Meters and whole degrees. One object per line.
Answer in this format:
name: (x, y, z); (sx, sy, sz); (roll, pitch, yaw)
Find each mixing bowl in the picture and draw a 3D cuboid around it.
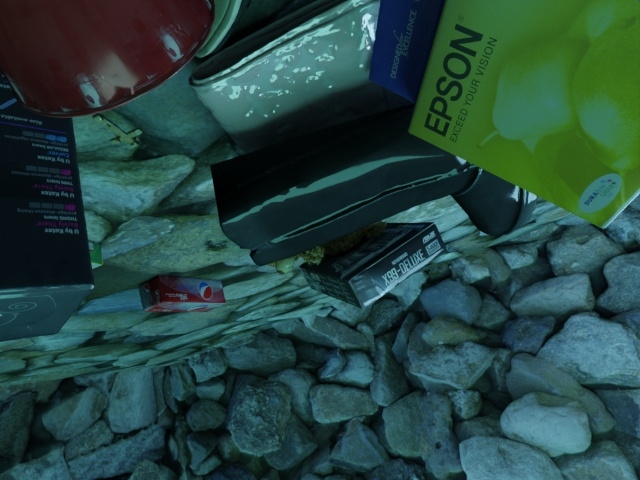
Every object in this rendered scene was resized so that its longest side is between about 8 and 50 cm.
mixing bowl: (-0.182, -0.192, 0.315); (0.182, 0.181, 0.098); (-18, 149, 1)

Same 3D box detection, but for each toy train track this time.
toy train track: (-0.281, -0.148, 0.588); (0.048, 0.014, 0.083); (-20, 162, 8)

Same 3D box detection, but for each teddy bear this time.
teddy bear: (0.000, 0.000, 1.050); (0.338, 0.113, 0.245); (-21, -160, -16)

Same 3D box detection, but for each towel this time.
towel: (0.036, -0.185, 0.608); (0.317, 0.053, 0.332); (-24, 152, 8)

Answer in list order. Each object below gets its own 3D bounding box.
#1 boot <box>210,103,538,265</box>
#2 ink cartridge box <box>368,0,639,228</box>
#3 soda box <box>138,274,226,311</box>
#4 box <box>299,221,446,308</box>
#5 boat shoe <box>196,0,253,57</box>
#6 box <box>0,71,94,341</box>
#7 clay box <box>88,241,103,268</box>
boot: (0.103, -0.056, 0.662); (0.445, 0.146, 0.367); (-25, 143, 0)
ink cartridge box: (0.174, -0.189, 0.345); (0.072, 0.307, 0.303); (-51, 161, -29)
soda box: (-0.413, 0.167, 1.294); (0.092, 0.083, 0.263); (-25, 161, 23)
box: (0.110, 0.045, 1.026); (0.242, 0.076, 0.307); (-31, -167, -17)
boat shoe: (-0.065, -0.250, 0.375); (0.079, 0.084, 0.233); (-27, 176, -40)
box: (-0.334, -0.047, 0.418); (0.143, 0.270, 0.165); (0, 155, -43)
clay box: (-0.577, 0.053, 0.851); (0.222, 0.053, 0.127); (-19, 162, 10)
